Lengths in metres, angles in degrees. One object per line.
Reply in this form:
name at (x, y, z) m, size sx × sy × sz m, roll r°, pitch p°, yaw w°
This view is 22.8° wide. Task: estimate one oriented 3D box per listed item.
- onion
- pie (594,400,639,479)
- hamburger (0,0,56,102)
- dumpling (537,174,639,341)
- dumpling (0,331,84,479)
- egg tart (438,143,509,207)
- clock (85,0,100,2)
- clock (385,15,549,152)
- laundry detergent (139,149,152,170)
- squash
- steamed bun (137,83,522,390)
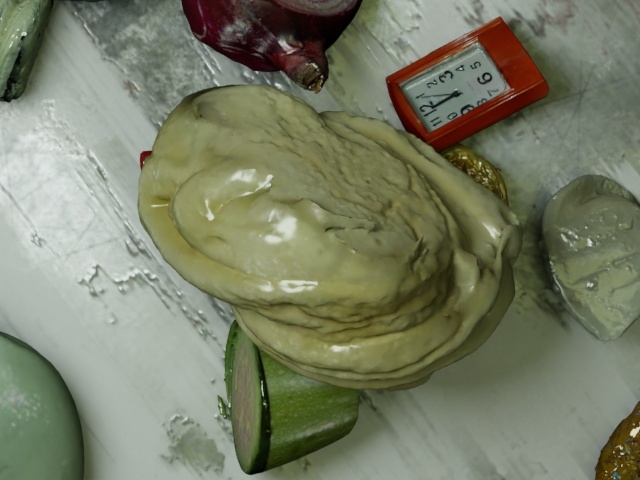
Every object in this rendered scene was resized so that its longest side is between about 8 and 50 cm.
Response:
onion at (-0.047, -0.233, 1.673) m, size 0.140 × 0.195 × 0.218 m, roll -40°, pitch 60°, yaw 35°
pie at (0.430, 0.278, 1.782) m, size 0.273 × 0.069 × 0.273 m, roll 0°, pitch 90°, yaw -4°
hamburger at (-0.329, -0.209, 1.684) m, size 0.062 × 0.133 × 0.140 m, roll 18°, pitch 101°, yaw -3°
dumpling at (0.305, 0.016, 1.754) m, size 0.150 × 0.092 × 0.176 m, roll 21°, pitch 89°, yaw -7°
dumpling at (-0.386, 0.217, 1.656) m, size 0.270 × 0.212 × 0.320 m, roll 4°, pitch 81°, yaw -1°
egg tart at (0.146, -0.046, 1.763) m, size 0.130 × 0.052 × 0.130 m, roll 0°, pitch 91°, yaw -2°
clock at (-0.257, -0.402, 1.670) m, size 0.313 × 0.061 × 0.312 m, roll 4°, pitch 70°, yaw -10°
clock at (0.160, -0.162, 1.745) m, size 0.155 × 0.061 × 0.113 m, roll -27°, pitch 54°, yaw -1°
laundry detergent at (-0.116, -0.082, 1.748) m, size 0.165 × 0.049 × 0.097 m, roll -4°, pitch 97°, yaw -1°
squash at (-0.038, 0.162, 1.709) m, size 0.123 × 0.170 × 0.170 m, roll -7°, pitch 92°, yaw -22°
steamed bun at (0.004, 0.004, 1.608) m, size 0.372 × 0.324 × 0.230 m, roll 10°, pitch 129°, yaw -32°
